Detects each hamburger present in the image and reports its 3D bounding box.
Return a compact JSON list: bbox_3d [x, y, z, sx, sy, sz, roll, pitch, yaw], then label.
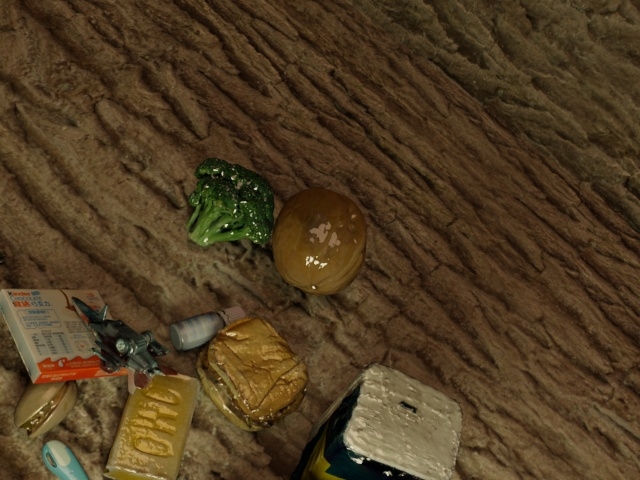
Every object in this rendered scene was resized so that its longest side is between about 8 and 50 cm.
[{"bbox_3d":[-0.177,0.351,1.927,0.259,0.145,0.283,-18,59,-37],"label":"hamburger"}]

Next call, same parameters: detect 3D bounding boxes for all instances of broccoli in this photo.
[{"bbox_3d":[-0.272,-0.101,2.185,0.308,0.275,0.308,48,7,-8],"label":"broccoli"}]

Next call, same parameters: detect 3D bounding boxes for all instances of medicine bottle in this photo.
[{"bbox_3d":[-0.302,0.236,1.999,0.203,0.083,0.083,-13,60,-31],"label":"medicine bottle"}]

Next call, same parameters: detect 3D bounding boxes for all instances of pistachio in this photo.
[{"bbox_3d":[-0.642,0.373,1.731,0.124,0.124,0.185,32,53,3],"label":"pistachio"}]

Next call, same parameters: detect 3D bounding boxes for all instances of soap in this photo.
[{"bbox_3d":[-0.405,0.450,1.786,0.173,0.089,0.274,18,50,-12],"label":"soap"}]

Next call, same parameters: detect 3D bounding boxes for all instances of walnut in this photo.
[{"bbox_3d":[0.000,0.000,2.176,0.332,0.333,0.333,12,51,-15],"label":"walnut"}]

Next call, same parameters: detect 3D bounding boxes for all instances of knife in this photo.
[{"bbox_3d":[-0.563,0.549,1.680,0.064,0.031,0.222,-26,71,-40],"label":"knife"}]

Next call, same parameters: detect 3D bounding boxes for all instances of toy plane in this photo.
[{"bbox_3d":[-0.494,0.232,1.783,0.326,0.104,0.223,46,22,16],"label":"toy plane"}]

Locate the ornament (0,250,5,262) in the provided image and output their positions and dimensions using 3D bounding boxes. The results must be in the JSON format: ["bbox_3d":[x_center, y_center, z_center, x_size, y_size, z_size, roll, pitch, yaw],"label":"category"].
[{"bbox_3d":[-0.895,0.122,1.836,0.202,0.080,0.236,3,54,-26],"label":"ornament"}]

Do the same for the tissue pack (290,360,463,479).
[{"bbox_3d":[0.119,0.505,1.756,0.264,0.416,0.253,26,51,-5],"label":"tissue pack"}]

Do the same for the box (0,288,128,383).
[{"bbox_3d":[-0.618,0.226,1.805,0.273,0.048,0.265,6,40,-51],"label":"box"}]
